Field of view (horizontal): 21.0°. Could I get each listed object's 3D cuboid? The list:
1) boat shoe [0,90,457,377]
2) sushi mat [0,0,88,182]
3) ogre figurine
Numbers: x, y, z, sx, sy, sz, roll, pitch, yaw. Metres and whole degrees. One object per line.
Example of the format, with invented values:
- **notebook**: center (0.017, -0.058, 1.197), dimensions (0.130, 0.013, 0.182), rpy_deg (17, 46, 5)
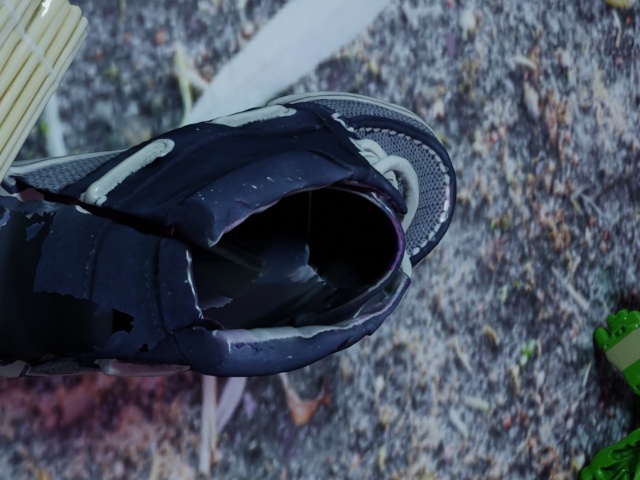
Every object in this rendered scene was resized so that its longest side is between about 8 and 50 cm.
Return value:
- **boat shoe**: center (0.000, 0.000, 0.787), dimensions (0.340, 0.158, 0.127), rpy_deg (-18, 106, -50)
- **sushi mat**: center (-0.171, 0.014, 0.506), dimensions (0.316, 0.019, 0.151), rpy_deg (-65, 150, -23)
- **ogre figurine**: center (0.241, 0.119, 1.158), dimensions (0.118, 0.097, 0.197), rpy_deg (13, 70, -40)
